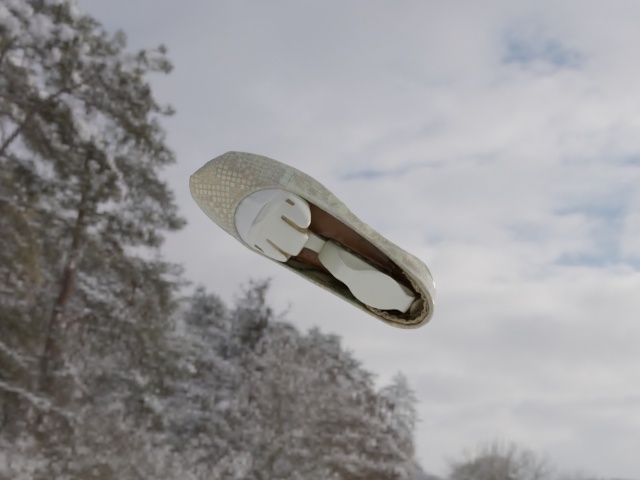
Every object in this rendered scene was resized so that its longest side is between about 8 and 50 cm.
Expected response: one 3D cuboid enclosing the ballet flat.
[{"bbox_3d":[0.000,0.000,0.582,0.168,0.057,0.052,28,16,-12],"label":"ballet flat"}]
